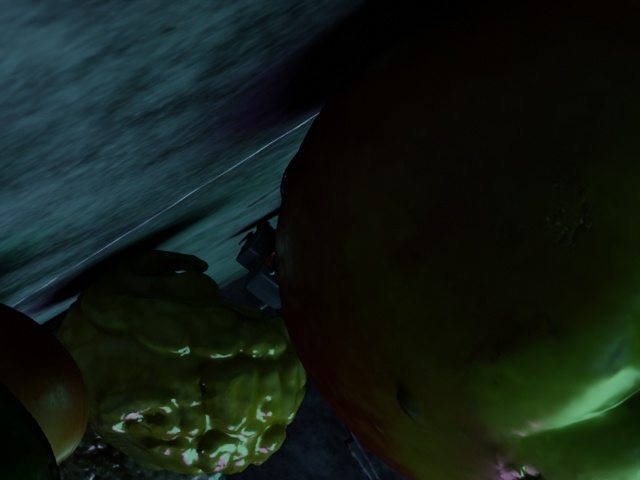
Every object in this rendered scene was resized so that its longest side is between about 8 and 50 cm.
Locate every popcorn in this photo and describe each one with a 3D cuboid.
[{"bbox_3d":[-0.142,0.118,1.017,0.250,0.250,0.190,-32,-144,60],"label":"popcorn"}]

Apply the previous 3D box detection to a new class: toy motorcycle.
[{"bbox_3d":[0.000,0.000,1.390,0.326,0.148,0.221,-41,-167,50],"label":"toy motorcycle"}]

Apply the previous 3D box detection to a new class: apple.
[{"bbox_3d":[-0.229,0.106,0.657,0.163,0.139,0.163,-42,180,0],"label":"apple"}]

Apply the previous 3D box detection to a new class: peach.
[{"bbox_3d":[0.144,0.001,0.643,0.370,0.370,0.370,-29,179,-1],"label":"peach"}]

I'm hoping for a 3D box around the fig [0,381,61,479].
[{"bbox_3d":[-0.209,0.100,0.456,0.195,0.195,0.245,-28,144,-39],"label":"fig"}]

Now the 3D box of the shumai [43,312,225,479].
[{"bbox_3d":[-0.215,0.196,1.321,0.309,0.304,0.263,-28,-170,17],"label":"shumai"}]
